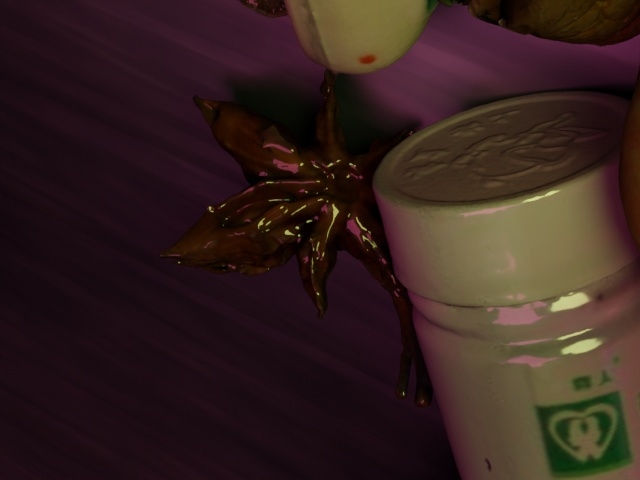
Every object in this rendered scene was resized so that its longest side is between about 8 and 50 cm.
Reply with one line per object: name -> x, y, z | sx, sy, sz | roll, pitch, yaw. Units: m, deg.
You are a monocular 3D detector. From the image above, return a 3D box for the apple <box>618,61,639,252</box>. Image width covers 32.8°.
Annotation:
apple -> 0.313, -0.065, 0.652 | 0.264, 0.264, 0.264 | 16, 127, 23

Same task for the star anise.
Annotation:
star anise -> 0.003, 0.003, 0.959 | 0.237, 0.148, 0.346 | -38, 97, -1

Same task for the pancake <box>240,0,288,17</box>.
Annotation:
pancake -> -0.050, -0.241, 0.921 | 0.108, 0.017, 0.108 | 13, 123, 21

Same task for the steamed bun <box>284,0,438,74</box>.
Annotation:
steamed bun -> 0.025, -0.237, 0.785 | 0.131, 0.177, 0.228 | -15, 102, 4

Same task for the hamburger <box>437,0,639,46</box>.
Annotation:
hamburger -> 0.176, -0.201, 0.693 | 0.183, 0.206, 0.130 | -60, 38, 38

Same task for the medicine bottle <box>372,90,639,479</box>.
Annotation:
medicine bottle -> 0.181, 0.070, 0.852 | 0.212, 0.212, 0.325 | -3, 117, 33
